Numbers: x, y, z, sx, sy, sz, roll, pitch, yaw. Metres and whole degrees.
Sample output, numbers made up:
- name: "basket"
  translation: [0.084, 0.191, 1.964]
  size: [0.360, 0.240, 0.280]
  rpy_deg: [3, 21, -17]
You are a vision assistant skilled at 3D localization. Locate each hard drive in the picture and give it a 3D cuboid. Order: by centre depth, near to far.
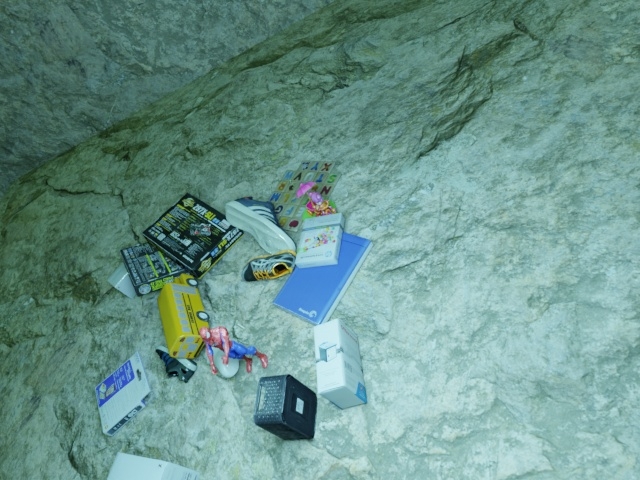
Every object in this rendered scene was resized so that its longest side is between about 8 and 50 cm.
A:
- name: "hard drive"
  translation: [0.007, 0.110, 1.493]
  size: [0.210, 0.040, 0.319]
  rpy_deg: [17, 66, 40]

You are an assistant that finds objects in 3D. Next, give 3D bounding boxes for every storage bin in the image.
- name: "storage bin"
  translation: [-0.086, 0.435, 1.193]
  size: [0.084, 0.180, 0.122]
  rpy_deg: [-12, 50, 23]

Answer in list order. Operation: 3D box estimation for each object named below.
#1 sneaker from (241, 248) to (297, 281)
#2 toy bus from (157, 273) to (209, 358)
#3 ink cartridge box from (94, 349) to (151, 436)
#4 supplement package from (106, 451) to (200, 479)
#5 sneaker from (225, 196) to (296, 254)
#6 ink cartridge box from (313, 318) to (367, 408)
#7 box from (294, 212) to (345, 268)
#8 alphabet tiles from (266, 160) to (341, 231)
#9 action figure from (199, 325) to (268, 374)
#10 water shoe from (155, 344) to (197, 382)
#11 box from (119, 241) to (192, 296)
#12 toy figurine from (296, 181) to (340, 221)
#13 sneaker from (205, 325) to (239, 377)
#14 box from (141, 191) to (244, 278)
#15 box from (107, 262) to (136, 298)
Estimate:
- name: "sneaker"
  translation: [-0.180, 0.098, 1.582]
  size: [0.214, 0.084, 0.083]
  rpy_deg: [-22, 35, 15]
- name: "toy bus"
  translation: [-0.480, 0.252, 1.599]
  size: [0.108, 0.130, 0.333]
  rpy_deg: [-58, 40, 21]
- name: "ink cartridge box"
  translation: [-0.674, 0.522, 1.589]
  size: [0.208, 0.045, 0.206]
  rpy_deg: [-42, 44, -2]
- name: "supplement package"
  translation: [-0.482, 0.732, 1.231]
  size: [0.203, 0.145, 0.262]
  rpy_deg: [-6, 52, 28]
- name: "sneaker"
  translation: [-0.194, -0.069, 1.703]
  size: [0.350, 0.131, 0.148]
  rpy_deg: [36, 45, 26]
- name: "ink cartridge box"
  translation: [0.051, 0.328, 1.221]
  size: [0.082, 0.140, 0.191]
  rpy_deg: [-23, 46, 17]
- name: "box"
  translation: [0.000, 0.000, 1.529]
  size: [0.145, 0.038, 0.186]
  rpy_deg: [-8, 53, 27]
- name: "alphabet tiles"
  translation: [-0.081, -0.182, 1.803]
  size: [0.285, 0.011, 0.343]
  rpy_deg: [11, 62, 37]
- name: "action figure"
  translation: [-0.253, 0.338, 1.304]
  size: [0.091, 0.280, 0.139]
  rpy_deg: [-22, 47, 17]
- name: "water shoe"
  translation: [-0.505, 0.414, 1.550]
  size: [0.203, 0.073, 0.080]
  rpy_deg: [11, 64, 38]
- name: "box"
  translation: [-0.661, 0.095, 1.842]
  size: [0.216, 0.060, 0.270]
  rpy_deg: [-19, 39, -26]
- name: "toy figurine"
  translation: [-0.016, -0.132, 1.606]
  size: [0.173, 0.159, 0.130]
  rpy_deg: [31, 74, 37]
- name: "sneaker"
  translation: [-0.329, 0.377, 1.480]
  size: [0.094, 0.080, 0.212]
  rpy_deg: [-47, 37, 7]
- name: "box"
  translation: [-0.506, -0.026, 1.819]
  size: [0.321, 0.079, 0.257]
  rpy_deg: [29, 62, 27]
- name: "box"
  translation: [-0.805, 0.167, 1.916]
  size: [0.087, 0.102, 0.101]
  rpy_deg: [21, 67, 42]
